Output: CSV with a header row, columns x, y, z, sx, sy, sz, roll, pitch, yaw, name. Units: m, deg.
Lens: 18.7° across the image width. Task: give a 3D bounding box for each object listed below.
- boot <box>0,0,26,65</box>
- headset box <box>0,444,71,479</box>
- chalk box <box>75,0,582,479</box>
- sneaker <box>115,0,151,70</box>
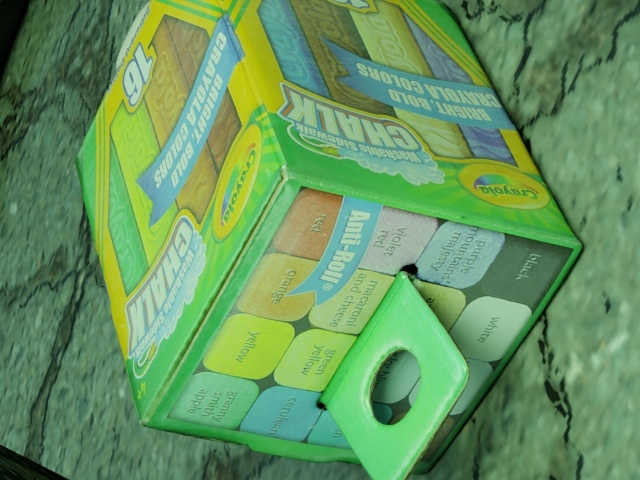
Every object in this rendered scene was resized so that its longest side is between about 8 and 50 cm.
x,y,z,sx,sy,sz,roll,pitch,yaw,name
-0.249,-0.141,1.262,0.377,0.138,0.284,11,86,66,boot
-0.030,0.176,0.591,0.131,0.283,0.246,-61,29,-6,headset box
0.000,0.000,0.755,0.132,0.132,0.213,-59,32,30,chalk box
-0.059,-0.057,0.906,0.070,0.051,0.134,-6,85,49,sneaker
